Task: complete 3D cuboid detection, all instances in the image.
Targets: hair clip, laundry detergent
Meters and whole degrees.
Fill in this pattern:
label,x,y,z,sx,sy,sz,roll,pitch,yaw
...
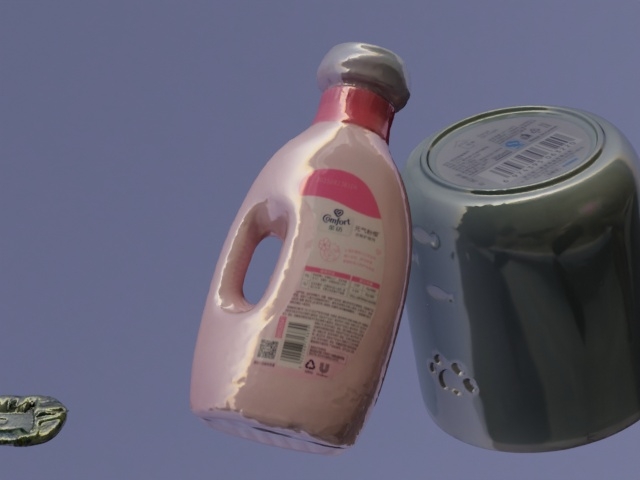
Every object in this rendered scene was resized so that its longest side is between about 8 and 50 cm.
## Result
label,x,y,z,sx,sy,sz,roll,pitch,yaw
hair clip,-0.354,0.164,1.464,0.229,0.066,0.036,7,-45,-6
laundry detergent,0.000,0.000,1.259,0.088,0.159,0.335,71,-149,-68

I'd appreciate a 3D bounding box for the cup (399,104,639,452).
label,x,y,z,sx,sy,sz,roll,pitch,yaw
cup,0.197,0.002,1.577,0.259,0.357,0.275,-15,-60,-6
